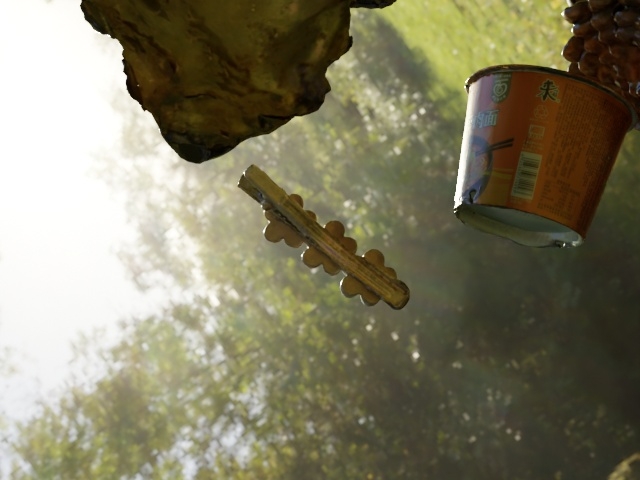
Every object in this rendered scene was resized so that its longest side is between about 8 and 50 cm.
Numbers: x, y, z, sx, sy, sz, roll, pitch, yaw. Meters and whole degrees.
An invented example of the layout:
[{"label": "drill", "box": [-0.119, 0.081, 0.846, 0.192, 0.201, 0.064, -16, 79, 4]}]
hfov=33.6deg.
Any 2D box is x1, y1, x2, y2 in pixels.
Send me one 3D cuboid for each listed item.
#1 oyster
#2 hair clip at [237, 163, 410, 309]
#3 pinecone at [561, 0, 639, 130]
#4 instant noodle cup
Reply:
[{"label": "oyster", "box": [-0.122, -0.227, 0.813, 0.361, 0.221, 0.096, 50, 149, 10]}, {"label": "hair clip", "box": [-0.001, 0.002, 1.076, 0.214, 0.062, 0.056, 40, 166, 4]}, {"label": "pinecone", "box": [0.516, -0.309, 1.360, 0.384, 0.384, 0.384, 55, -178, -3]}, {"label": "instant noodle cup", "box": [0.280, -0.100, 1.385, 0.230, 0.182, 0.230, 15, 169, 3]}]
